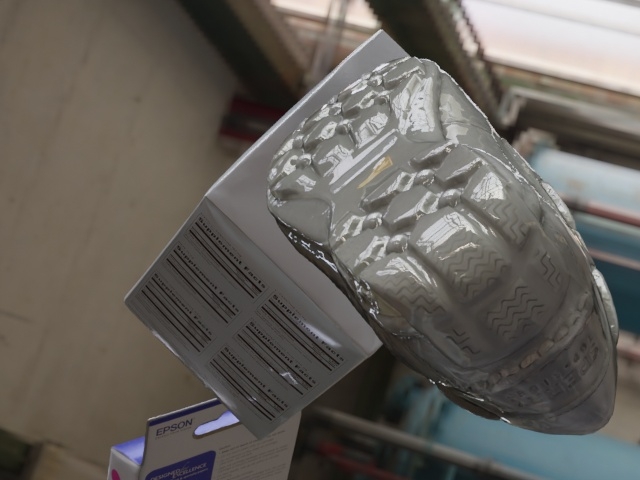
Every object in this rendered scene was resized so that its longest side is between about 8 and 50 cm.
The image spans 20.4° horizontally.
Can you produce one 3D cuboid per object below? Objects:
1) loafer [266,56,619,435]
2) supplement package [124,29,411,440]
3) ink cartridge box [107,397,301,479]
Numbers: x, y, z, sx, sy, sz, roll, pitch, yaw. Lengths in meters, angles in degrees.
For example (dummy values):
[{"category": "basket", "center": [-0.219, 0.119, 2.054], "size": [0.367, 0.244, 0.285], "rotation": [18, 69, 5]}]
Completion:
[{"category": "loafer", "center": [0.050, -0.002, 0.798], "size": [0.112, 0.111, 0.319], "rotation": [-38, 19, 6]}, {"category": "supplement package", "center": [0.000, 0.000, 1.232], "size": [0.194, 0.149, 0.203], "rotation": [-45, 0, -31]}, {"category": "ink cartridge box", "center": [-0.122, 0.263, 1.715], "size": [0.176, 0.069, 0.371], "rotation": [-16, -42, -31]}]
